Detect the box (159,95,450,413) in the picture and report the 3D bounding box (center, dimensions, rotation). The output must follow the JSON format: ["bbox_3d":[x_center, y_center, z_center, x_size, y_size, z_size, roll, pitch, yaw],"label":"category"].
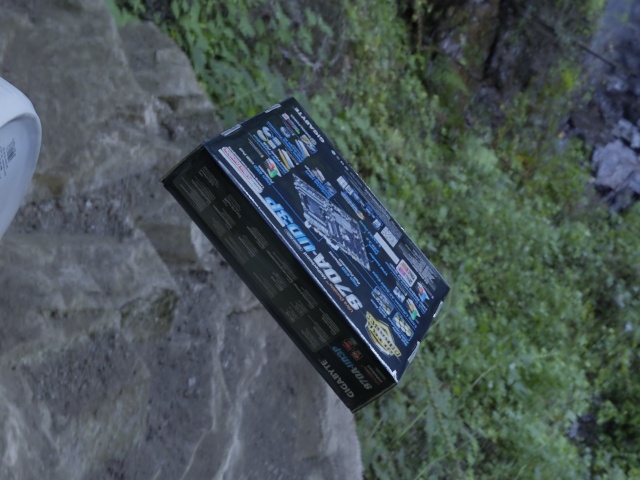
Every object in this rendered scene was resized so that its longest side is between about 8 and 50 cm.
[{"bbox_3d":[0.000,0.000,0.695,0.220,0.051,0.175,50,28,-3],"label":"box"}]

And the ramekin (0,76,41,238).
[{"bbox_3d":[-0.305,-0.051,0.683,0.109,0.207,0.207,26,51,-1],"label":"ramekin"}]
